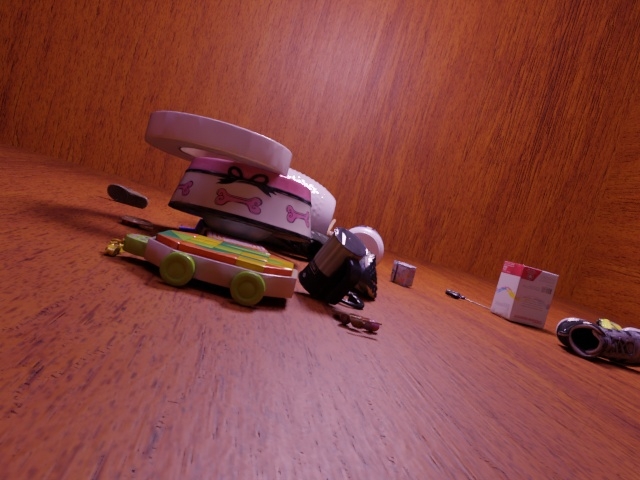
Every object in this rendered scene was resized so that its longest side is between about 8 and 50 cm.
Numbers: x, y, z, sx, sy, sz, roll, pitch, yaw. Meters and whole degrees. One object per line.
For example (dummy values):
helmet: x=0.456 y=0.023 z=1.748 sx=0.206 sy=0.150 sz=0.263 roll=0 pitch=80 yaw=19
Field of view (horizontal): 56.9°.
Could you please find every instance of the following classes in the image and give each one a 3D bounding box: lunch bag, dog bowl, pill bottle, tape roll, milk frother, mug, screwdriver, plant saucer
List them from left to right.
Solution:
tape roll: x=-0.267 y=-0.245 z=1.574 sx=0.393 sy=0.071 sz=0.392 roll=13 pitch=-3 yaw=1
plant saucer: x=-0.225 y=-0.027 z=1.558 sx=0.195 sy=0.037 sz=0.195 roll=15 pitch=-4 yaw=1
dog bowl: x=-0.206 y=-0.113 z=1.650 sx=0.409 sy=0.150 sz=0.408 roll=14 pitch=-3 yaw=1
mug: x=-0.132 y=-0.109 z=2.088 sx=0.328 sy=0.276 sz=0.374 roll=19 pitch=-7 yaw=-4
milk frother: x=0.054 y=0.066 z=1.226 sx=0.143 sy=0.134 sz=0.129 roll=7 pitch=40 yaw=-49
pill bottle: x=0.135 y=0.028 z=1.977 sx=0.153 sy=0.153 sz=0.265 roll=16 pitch=4 yaw=5
lunch bag: x=0.268 y=0.110 z=1.962 sx=0.053 sy=0.071 sz=0.083 roll=7 pitch=11 yaw=-41
screwdriver: x=0.502 y=0.201 z=1.993 sx=0.170 sy=0.024 sz=0.025 roll=19 pitch=33 yaw=22

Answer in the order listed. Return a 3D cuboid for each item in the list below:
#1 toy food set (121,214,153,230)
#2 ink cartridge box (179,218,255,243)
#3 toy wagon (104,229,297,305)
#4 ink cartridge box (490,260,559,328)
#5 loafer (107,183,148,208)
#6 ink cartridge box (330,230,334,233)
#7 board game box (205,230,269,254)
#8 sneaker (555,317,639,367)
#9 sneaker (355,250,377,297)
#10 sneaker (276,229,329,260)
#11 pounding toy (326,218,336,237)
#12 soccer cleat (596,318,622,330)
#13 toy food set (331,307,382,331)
toy food set: x=-0.473 y=-0.046 z=1.525 sx=0.083 sy=0.020 sz=0.083 roll=14 pitch=4 yaw=-21
ink cartridge box: x=-0.305 y=-0.023 z=1.723 sx=0.209 sy=0.045 sz=0.206 roll=13 pitch=4 yaw=-16
toy wagon: x=-0.213 y=0.036 z=1.071 sx=0.345 sy=0.068 sz=0.267 roll=16 pitch=4 yaw=-3
ink cartridge box: x=0.637 y=0.170 z=1.855 sx=0.128 sy=0.176 sz=0.127 roll=16 pitch=1 yaw=-13
loafer: x=-0.658 y=-0.149 z=2.024 sx=0.148 sy=0.056 sz=0.050 roll=26 pitch=3 yaw=-4
ink cartridge box: x=0.000 y=0.000 z=2.291 sx=0.123 sy=0.088 sz=0.052 roll=14 pitch=4 yaw=-29
board game box: x=-0.209 y=0.023 z=1.428 sx=0.147 sy=0.045 sz=0.193 roll=15 pitch=3 yaw=-13
sneaker: x=0.733 y=0.265 z=1.490 sx=0.269 sy=0.101 sz=0.153 roll=11 pitch=2 yaw=24
sneaker: x=0.078 y=0.087 z=1.505 sx=0.122 sy=0.109 sz=0.283 roll=-2 pitch=2 yaw=-1
sneaker: x=-0.071 y=-0.017 z=1.860 sx=0.286 sy=0.109 sz=0.130 roll=29 pitch=10 yaw=-7
pounding toy: x=0.120 y=-0.013 z=2.209 sx=0.154 sy=0.154 sz=0.270 roll=-10 pitch=-13 yaw=35
soccer cleat: x=0.850 y=0.285 z=1.710 sx=0.121 sy=0.093 sz=0.289 roll=25 pitch=8 yaw=24
toy food set: x=0.066 y=0.144 z=1.054 sx=0.078 sy=0.019 sz=0.122 roll=16 pitch=-4 yaw=-9
